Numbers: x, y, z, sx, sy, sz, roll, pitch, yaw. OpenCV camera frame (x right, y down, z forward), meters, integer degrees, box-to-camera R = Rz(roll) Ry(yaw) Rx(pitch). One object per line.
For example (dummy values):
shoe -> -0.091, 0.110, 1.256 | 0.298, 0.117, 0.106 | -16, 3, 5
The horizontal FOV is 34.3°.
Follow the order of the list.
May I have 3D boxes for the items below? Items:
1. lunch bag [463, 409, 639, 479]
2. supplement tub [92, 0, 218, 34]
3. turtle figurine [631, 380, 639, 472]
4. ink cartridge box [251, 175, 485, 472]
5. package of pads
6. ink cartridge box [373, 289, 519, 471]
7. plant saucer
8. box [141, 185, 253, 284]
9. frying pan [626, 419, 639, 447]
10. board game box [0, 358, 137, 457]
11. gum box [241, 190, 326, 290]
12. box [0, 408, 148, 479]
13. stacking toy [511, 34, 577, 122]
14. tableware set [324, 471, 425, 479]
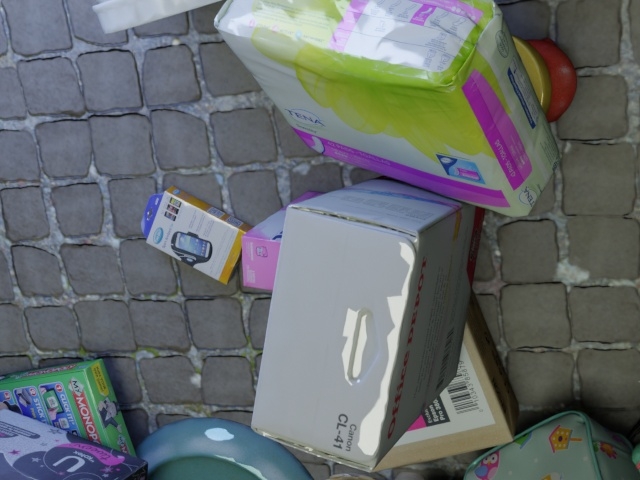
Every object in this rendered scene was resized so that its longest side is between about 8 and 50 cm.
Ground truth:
lunch bag -> 0.274, 0.350, 1.195 | 0.108, 0.279, 0.224 | 27, 129, -29
supplement tub -> -0.180, -0.402, 1.067 | 0.241, 0.241, 0.331 | -12, 106, 20
turtle figurine -> 0.431, 0.266, 1.144 | 0.234, 0.118, 0.175 | 29, 127, 22
ink cartridge box -> 0.061, 0.062, 1.037 | 0.131, 0.306, 0.226 | 14, 102, 20
package of pads -> 0.062, -0.150, 0.998 | 0.296, 0.101, 0.229 | 21, 162, 37
ink cartridge box -> 0.112, 0.148, 1.266 | 0.193, 0.088, 0.234 | -19, 104, 21
plant saucer -> -0.144, 0.400, 1.462 | 0.318, 0.044, 0.317 | 6, 111, 15
box -> -0.161, -0.010, 1.324 | 0.136, 0.028, 0.081 | 28, 115, 8
frying pan -> 0.438, 0.110, 1.173 | 0.326, 0.053, 0.197 | -32, 89, 29
board game box -> -0.350, 0.333, 1.467 | 0.213, 0.046, 0.317 | -12, 100, 27
gum box -> 0.000, 0.000, 1.194 | 0.107, 0.188, 0.062 | 8, 112, 22
box -> -0.374, 0.339, 1.360 | 0.247, 0.163, 0.142 | 16, 109, 21
stacking toy -> 0.157, -0.270, 1.116 | 0.279, 0.130, 0.309 | 16, 113, 39
tableware set -> 0.099, 0.318, 1.319 | 0.141, 0.020, 0.169 | -14, 149, 35
